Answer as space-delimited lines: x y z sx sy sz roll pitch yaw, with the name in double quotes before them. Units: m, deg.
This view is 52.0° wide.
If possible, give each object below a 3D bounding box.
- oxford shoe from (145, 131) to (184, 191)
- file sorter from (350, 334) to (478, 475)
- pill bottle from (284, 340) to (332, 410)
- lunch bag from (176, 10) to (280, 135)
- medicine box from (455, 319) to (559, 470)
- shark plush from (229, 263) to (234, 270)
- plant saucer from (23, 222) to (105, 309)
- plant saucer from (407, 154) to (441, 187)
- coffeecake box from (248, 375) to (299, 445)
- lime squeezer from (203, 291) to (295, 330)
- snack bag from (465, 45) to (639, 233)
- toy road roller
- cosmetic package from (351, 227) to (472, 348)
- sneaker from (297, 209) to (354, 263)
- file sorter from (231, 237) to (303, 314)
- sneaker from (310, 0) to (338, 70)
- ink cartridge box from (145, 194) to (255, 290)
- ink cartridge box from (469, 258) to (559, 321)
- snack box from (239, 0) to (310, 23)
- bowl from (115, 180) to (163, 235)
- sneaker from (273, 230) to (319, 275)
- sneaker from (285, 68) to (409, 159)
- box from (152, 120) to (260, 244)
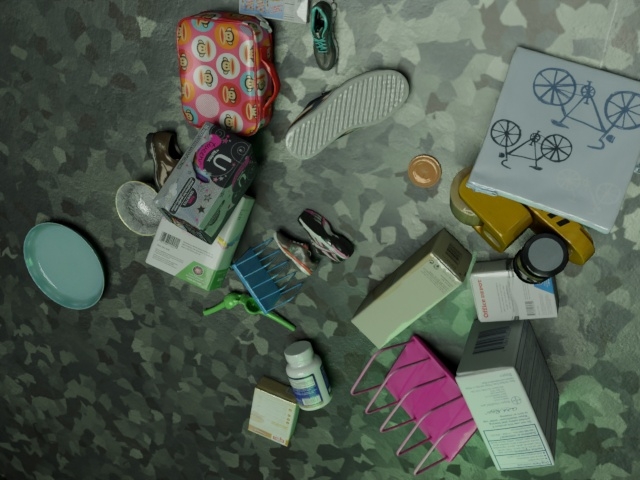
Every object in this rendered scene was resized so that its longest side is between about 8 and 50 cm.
"oxford shoe" -0.416 -0.194 1.846 0.096 0.083 0.227 -4 114 19
"file sorter" 0.249 0.439 1.747 0.291 0.182 0.202 48 128 32
"pill bottle" -0.041 0.400 1.959 0.111 0.112 0.187 -8 110 25
"lunch bag" -0.219 -0.412 1.633 0.258 0.120 0.293 13 120 18
"medicine box" 0.477 0.371 1.642 0.149 0.263 0.289 -17 106 29
"shark plush" -0.295 0.021 1.918 0.067 0.073 0.161 -27 99 -1
"plant saucer" -0.840 0.080 2.175 0.317 0.044 0.318 10 117 19
"plant saucer" 0.256 -0.170 1.620 0.083 0.013 0.084 10 118 19
"coffeecake box" -0.145 0.546 2.098 0.142 0.068 0.186 19 120 13
"lime squeezer" -0.228 0.212 1.979 0.310 0.059 0.110 7 116 18
"snack bag" 0.513 -0.210 1.377 0.322 0.037 0.343 20 84 11
"toy road roller" 0.471 -0.071 1.472 0.240 0.202 0.329 -45 77 1
"cosmetic package" 0.234 0.125 1.687 0.113 0.160 0.309 45 121 -2
"sneaker" 0.000 0.000 1.777 0.178 0.072 0.077 45 133 4
"file sorter" -0.143 0.097 1.853 0.104 0.118 0.170 -27 102 27
"sneaker" 0.000 -0.479 1.539 0.064 0.076 0.167 5 116 21
"ink cartridge box" -0.328 -0.030 1.810 0.201 0.117 0.278 23 96 10
"ink cartridge box" 0.482 0.120 1.627 0.190 0.082 0.140 -7 111 26
"snack box" -0.111 -0.566 1.575 0.178 0.022 0.064 14 120 16
"bowl" -0.506 -0.107 1.925 0.170 0.080 0.170 9 118 18
"sneaker" -0.065 0.023 1.831 0.065 0.061 0.158 -43 95 5
"sneaker" 0.054 -0.315 1.580 0.321 0.127 0.126 -28 109 5
"box" -0.279 -0.141 1.649 0.142 0.163 0.247 27 77 10
